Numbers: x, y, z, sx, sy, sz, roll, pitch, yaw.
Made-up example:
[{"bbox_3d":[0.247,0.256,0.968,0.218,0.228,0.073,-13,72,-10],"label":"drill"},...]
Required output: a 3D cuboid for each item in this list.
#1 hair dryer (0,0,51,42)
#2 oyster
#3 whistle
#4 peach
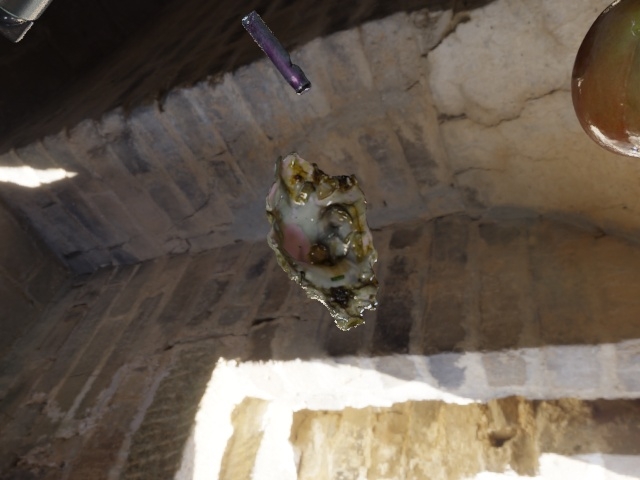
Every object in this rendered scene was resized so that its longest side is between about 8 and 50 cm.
[{"bbox_3d":[-0.429,-0.385,0.578,0.248,0.195,0.078,38,28,-39],"label":"hair dryer"},{"bbox_3d":[-0.003,0.002,0.935,0.107,0.200,0.355,120,-37,-59],"label":"oyster"},{"bbox_3d":[-0.076,-0.325,0.851,0.177,0.033,0.033,53,24,7],"label":"whistle"},{"bbox_3d":[0.466,-0.208,0.626,0.252,0.252,0.253,31,55,-59],"label":"peach"}]
